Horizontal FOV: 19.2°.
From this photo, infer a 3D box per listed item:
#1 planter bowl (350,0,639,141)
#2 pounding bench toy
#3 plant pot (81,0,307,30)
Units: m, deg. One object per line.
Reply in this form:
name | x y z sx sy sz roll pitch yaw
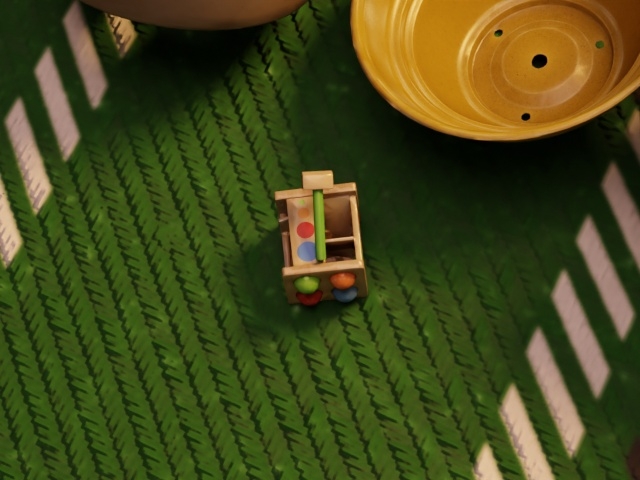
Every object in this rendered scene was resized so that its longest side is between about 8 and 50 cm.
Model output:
planter bowl | 0.135 -0.136 1.218 0.217 0.090 0.217 -8 60 14
pounding bench toy | 0.000 0.000 1.188 0.052 0.083 0.065 -6 67 2
plant pot | -0.077 -0.296 1.178 0.323 0.280 0.323 8 33 -5
